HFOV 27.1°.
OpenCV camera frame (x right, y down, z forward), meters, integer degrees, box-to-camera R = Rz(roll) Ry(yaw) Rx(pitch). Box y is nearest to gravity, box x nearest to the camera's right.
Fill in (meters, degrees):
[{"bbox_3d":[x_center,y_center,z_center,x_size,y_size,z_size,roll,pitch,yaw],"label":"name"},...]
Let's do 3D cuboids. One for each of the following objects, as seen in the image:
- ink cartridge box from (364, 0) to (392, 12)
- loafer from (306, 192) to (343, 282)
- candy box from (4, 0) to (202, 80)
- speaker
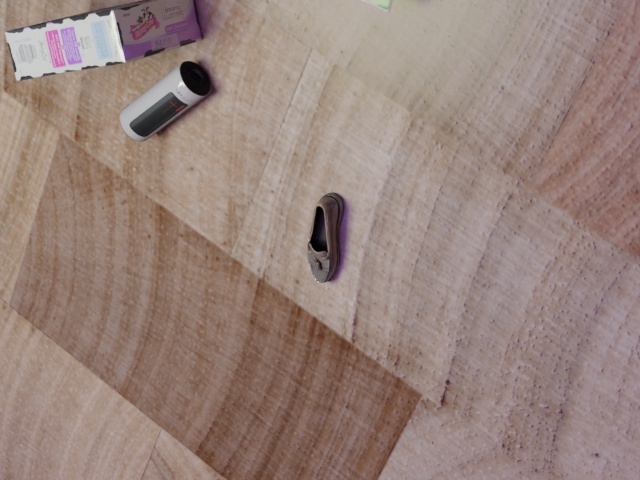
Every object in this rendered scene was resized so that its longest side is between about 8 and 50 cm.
[{"bbox_3d":[0.057,-0.408,1.540,0.171,0.056,0.235,30,124,22],"label":"ink cartridge box"},{"bbox_3d":[0.000,0.000,1.729,0.045,0.039,0.125,19,116,26],"label":"loafer"},{"bbox_3d":[-0.284,-0.269,1.746,0.196,0.165,0.070,-4,105,35],"label":"candy box"},{"bbox_3d":[-0.210,-0.188,1.795,0.136,0.055,0.055,-30,89,36],"label":"speaker"}]
